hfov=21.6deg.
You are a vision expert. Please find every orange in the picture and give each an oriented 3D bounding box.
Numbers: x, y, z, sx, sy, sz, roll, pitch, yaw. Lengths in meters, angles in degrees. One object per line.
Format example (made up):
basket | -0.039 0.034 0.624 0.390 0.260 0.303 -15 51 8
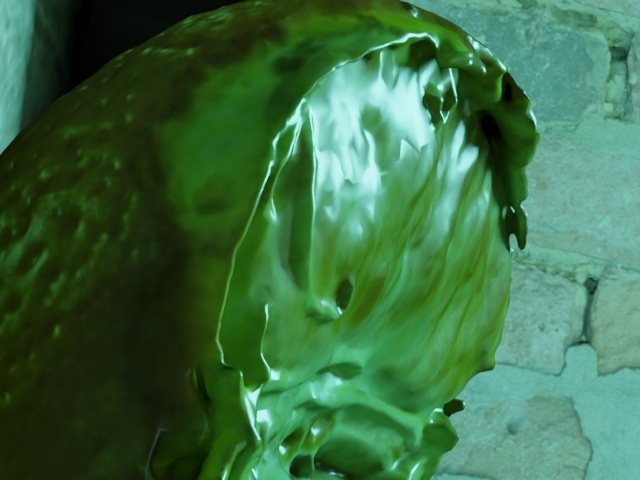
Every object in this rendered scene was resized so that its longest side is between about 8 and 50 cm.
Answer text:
orange | -0.038 0.079 0.609 0.262 0.196 0.335 11 85 -49

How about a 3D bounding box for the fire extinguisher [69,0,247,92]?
fire extinguisher | -0.078 0.019 0.788 0.135 0.114 0.337 32 -62 46
